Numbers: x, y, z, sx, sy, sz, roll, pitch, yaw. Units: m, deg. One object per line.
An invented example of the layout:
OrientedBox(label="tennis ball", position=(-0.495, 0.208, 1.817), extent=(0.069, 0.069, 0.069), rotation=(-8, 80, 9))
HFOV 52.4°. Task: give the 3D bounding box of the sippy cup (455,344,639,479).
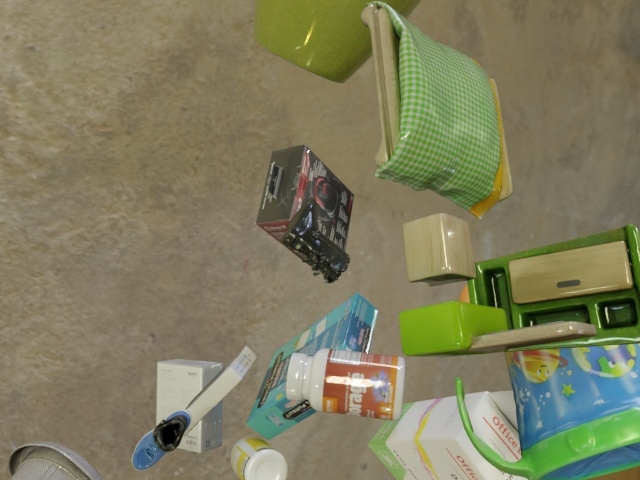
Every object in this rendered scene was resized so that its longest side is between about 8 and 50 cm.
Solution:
OrientedBox(label="sippy cup", position=(0.344, 0.172, 0.840), extent=(0.306, 0.240, 0.224), rotation=(1, 56, -24))

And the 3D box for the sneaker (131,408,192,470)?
OrientedBox(label="sneaker", position=(-0.319, 0.399, 1.277), extent=(0.152, 0.084, 0.058), rotation=(-42, 90, -2))

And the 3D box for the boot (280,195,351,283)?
OrientedBox(label="boot", position=(0.000, -0.001, 0.940), extent=(0.099, 0.045, 0.121), rotation=(38, 35, -10))

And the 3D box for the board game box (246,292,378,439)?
OrientedBox(label="board game box", position=(-0.017, 0.307, 1.583), extent=(0.079, 0.336, 0.253), rotation=(41, 35, -14))

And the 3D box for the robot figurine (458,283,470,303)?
OrientedBox(label="robot figurine", position=(0.356, 0.143, 1.281), extent=(0.219, 0.128, 0.158), rotation=(30, 77, -42))

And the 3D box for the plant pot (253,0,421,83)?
OrientedBox(label="plant pot", position=(0.036, -0.363, 0.828), extent=(0.275, 0.275, 0.293), rotation=(5, 117, -48))

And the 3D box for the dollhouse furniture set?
OrientedBox(label="dollhouse furniture set", position=(0.160, -0.059, 0.546), extent=(0.198, 0.151, 0.301), rotation=(14, 67, -52))

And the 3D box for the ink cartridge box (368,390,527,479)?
OrientedBox(label="ink cartridge box", position=(0.266, 0.393, 1.165), extent=(0.207, 0.353, 0.119), rotation=(50, 57, -4))

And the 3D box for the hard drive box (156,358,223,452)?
OrientedBox(label="hard drive box", position=(-0.368, 0.457, 1.823), extent=(0.089, 0.181, 0.232), rotation=(4, 86, -56))

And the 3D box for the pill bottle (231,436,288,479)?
OrientedBox(label="pill bottle", position=(-0.152, 0.523, 1.533), extent=(0.103, 0.184, 0.103), rotation=(1, 87, -22))

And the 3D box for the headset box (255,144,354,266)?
OrientedBox(label="headset box", position=(-0.040, -0.090, 1.670), extent=(0.293, 0.110, 0.218), rotation=(40, 52, -49))

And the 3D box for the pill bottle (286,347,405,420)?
OrientedBox(label="pill bottle", position=(0.049, 0.270, 1.236), extent=(0.121, 0.216, 0.121), rotation=(5, 90, -83))

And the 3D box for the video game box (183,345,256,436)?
OrientedBox(label="video game box", position=(-0.253, 0.363, 1.581), extent=(0.048, 0.187, 0.205), rotation=(44, 99, -3))

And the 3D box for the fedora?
OrientedBox(label="fedora", position=(-0.508, 0.506, 1.201), extent=(0.275, 0.244, 0.124), rotation=(-66, 172, 33))
